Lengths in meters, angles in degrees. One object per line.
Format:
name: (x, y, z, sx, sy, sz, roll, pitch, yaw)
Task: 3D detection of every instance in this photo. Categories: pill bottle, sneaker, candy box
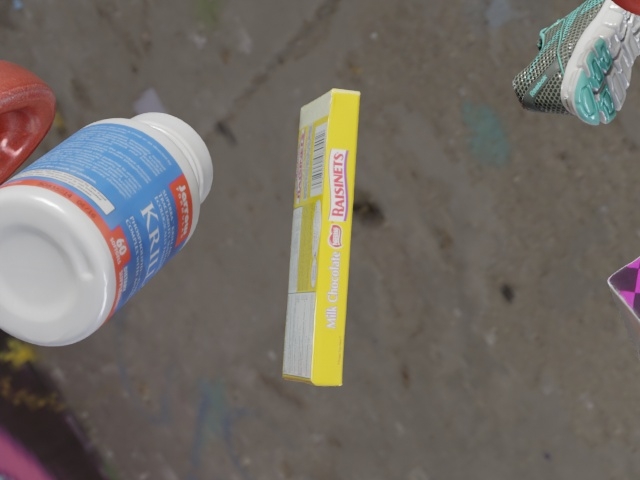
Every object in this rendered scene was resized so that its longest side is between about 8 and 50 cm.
pill bottle: (-0.165, -0.020, 1.211, 0.124, 0.221, 0.124, 9, 117, 18)
sneaker: (0.184, -0.142, 1.090, 0.076, 0.166, 0.065, 1, 129, 41)
candy box: (0.000, 0.000, 1.148, 0.105, 0.027, 0.205, 168, 106, -79)

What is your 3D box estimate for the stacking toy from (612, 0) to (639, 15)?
stacking toy: (0.280, -0.121, 0.865, 0.279, 0.130, 0.309, 48, 179, -12)

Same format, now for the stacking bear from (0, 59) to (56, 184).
stacking bear: (-0.289, -0.112, 0.758, 0.289, 0.175, 0.164, 43, 165, 1)

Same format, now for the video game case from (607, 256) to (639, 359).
video game case: (0.199, 0.135, 0.581, 0.210, 0.042, 0.232, 58, 180, -41)
